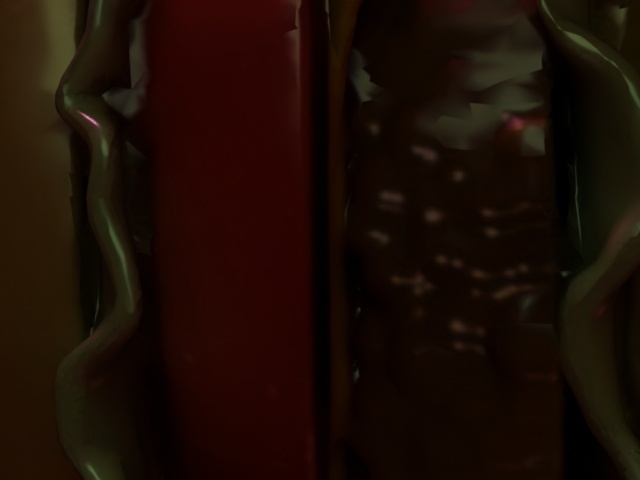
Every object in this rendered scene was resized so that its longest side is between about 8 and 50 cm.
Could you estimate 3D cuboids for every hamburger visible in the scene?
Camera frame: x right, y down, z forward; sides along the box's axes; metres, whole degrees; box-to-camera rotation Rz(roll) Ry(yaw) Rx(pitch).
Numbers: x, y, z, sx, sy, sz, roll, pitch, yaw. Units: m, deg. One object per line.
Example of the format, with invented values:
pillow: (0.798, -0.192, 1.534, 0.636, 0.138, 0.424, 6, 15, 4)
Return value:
hamburger: (0.000, 0.000, 0.475, 0.212, 0.274, 0.274, 0, 46, 4)
